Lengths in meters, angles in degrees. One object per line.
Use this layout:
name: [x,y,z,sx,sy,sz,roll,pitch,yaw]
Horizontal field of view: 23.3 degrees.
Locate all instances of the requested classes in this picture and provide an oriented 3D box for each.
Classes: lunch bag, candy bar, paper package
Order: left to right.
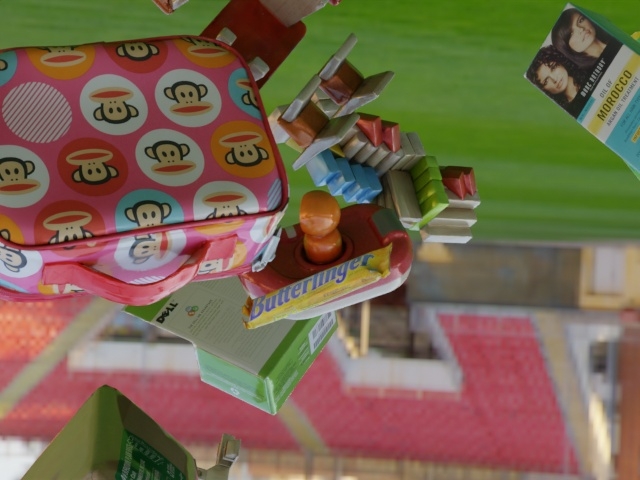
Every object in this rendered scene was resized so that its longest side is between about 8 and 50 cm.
paper package: [-0.280,0.360,1.760,0.168,0.309,0.325,37,-175,-11]
lunch bag: [-0.178,-0.054,1.394,0.293,0.258,0.120,-7,147,-22]
candy bar: [-0.004,0.044,1.430,0.161,0.040,0.018,-21,129,21]

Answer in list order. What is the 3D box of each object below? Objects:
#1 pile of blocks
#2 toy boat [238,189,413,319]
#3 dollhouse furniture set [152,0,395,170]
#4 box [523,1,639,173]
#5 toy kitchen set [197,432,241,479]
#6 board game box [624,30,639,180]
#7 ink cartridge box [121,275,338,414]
pile of blocks: [0.096,-0.111,2.281,0.362,0.149,0.112,25,140,-19]
toy boat: [0.000,0.000,2.009,0.231,0.151,0.151,-19,-140,-9]
dollhouse furniture set: [-0.051,-0.235,1.614,0.262,0.259,0.135,44,145,-9]
box: [0.327,-0.152,1.649,0.060,0.101,0.244,13,-155,-41]
toy kitchen set: [-0.160,0.305,2.207,0.075,0.083,0.068,18,141,-11]
board game box: [0.427,-0.129,1.900,0.124,0.259,0.039,-36,-171,32]
ink cartridge box: [-0.129,0.112,2.263,0.255,0.189,0.097,23,146,23]
